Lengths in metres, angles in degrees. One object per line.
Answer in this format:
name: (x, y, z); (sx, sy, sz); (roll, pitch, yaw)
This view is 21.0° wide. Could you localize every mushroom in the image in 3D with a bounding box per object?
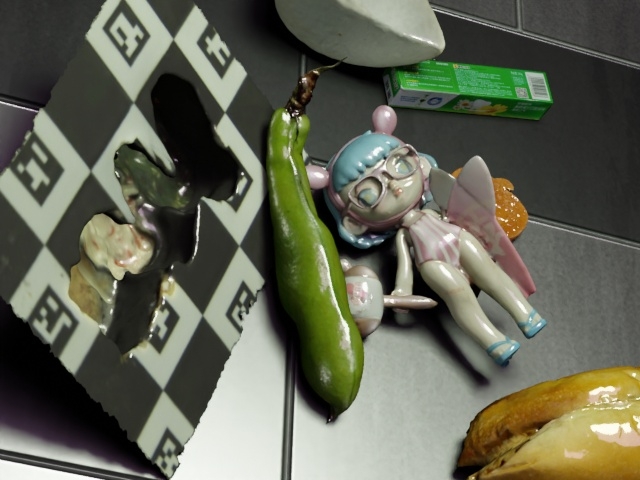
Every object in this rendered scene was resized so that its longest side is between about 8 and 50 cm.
mushroom: (0.053, -0.353, 1.803); (0.177, 0.126, 0.397); (23, 49, -17)

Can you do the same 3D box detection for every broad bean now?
broad bean: (-0.007, 0.002, 1.527); (0.056, 0.098, 0.318); (1, 80, -35)

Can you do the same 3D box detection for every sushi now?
sushi: (-0.173, -0.024, 1.476); (0.296, 0.100, 0.373); (53, 44, -33)

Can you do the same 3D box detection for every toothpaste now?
toothpaste: (0.152, -0.156, 1.766); (0.178, 0.037, 0.043); (3, 60, -23)

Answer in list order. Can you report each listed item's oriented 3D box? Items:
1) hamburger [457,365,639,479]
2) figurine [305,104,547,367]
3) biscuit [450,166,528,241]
hamburger: (0.263, 0.184, 1.503); (0.283, 0.156, 0.144); (1, 58, -27)
figurine: (0.086, 0.017, 1.590); (0.205, 0.103, 0.260); (-42, 81, -3)
biscuit: (0.164, -0.037, 1.702); (0.091, 0.015, 0.078); (43, 49, 7)
